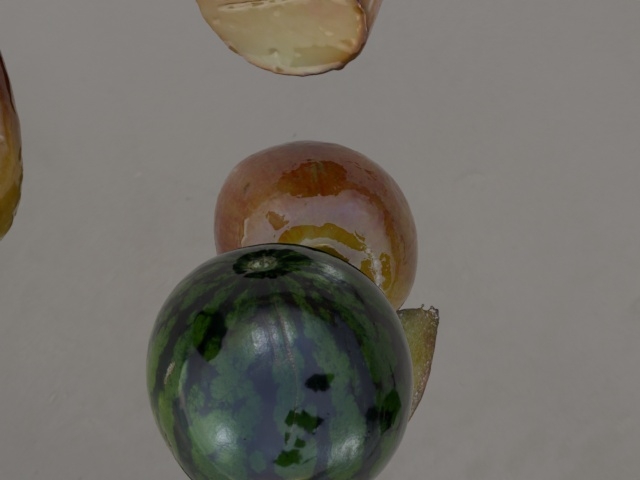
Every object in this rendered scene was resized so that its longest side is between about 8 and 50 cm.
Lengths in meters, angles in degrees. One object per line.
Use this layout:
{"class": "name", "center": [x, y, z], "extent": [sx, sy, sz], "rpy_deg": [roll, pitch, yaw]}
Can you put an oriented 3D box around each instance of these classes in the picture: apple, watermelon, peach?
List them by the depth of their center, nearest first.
{"class": "watermelon", "center": [-0.045, 0.144, 1.074], "extent": [0.285, 0.285, 0.285], "rpy_deg": [0, 100, 1]}
{"class": "apple", "center": [0.000, 0.000, 1.423], "extent": [0.301, 0.301, 0.302], "rpy_deg": [0, 100, 1]}
{"class": "peach", "center": [0.098, 0.206, 1.635], "extent": [0.279, 0.068, 0.189], "rpy_deg": [-48, 129, -32]}

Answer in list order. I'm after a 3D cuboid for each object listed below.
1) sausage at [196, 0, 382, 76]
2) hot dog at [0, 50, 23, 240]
{"class": "sausage", "center": [-0.011, -0.386, 1.308], "extent": [0.233, 0.233, 0.287], "rpy_deg": [24, 57, -3]}
{"class": "hot dog", "center": [-0.404, -0.169, 0.872], "extent": [0.405, 0.185, 0.223], "rpy_deg": [50, 130, 22]}
